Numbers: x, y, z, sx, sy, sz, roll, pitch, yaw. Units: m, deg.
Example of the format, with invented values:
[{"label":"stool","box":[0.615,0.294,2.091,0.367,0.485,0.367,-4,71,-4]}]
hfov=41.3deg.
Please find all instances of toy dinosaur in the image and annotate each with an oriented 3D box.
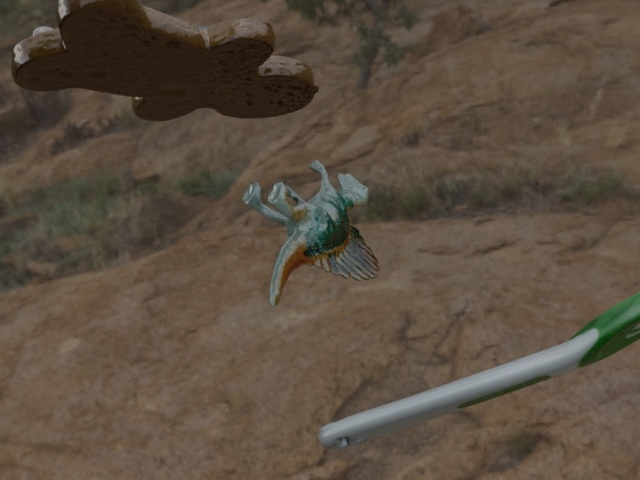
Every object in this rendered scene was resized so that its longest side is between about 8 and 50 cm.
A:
[{"label":"toy dinosaur","box":[0.002,-0.002,0.612,0.044,0.106,0.187,-51,30,24]}]

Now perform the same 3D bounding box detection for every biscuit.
[{"label":"biscuit","box":[-0.090,-0.116,0.558,0.205,0.031,0.138,7,-20,-40]}]

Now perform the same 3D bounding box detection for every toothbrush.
[{"label":"toothbrush","box":[0.132,0.036,0.381,0.304,0.030,0.030,-25,29,17]}]
